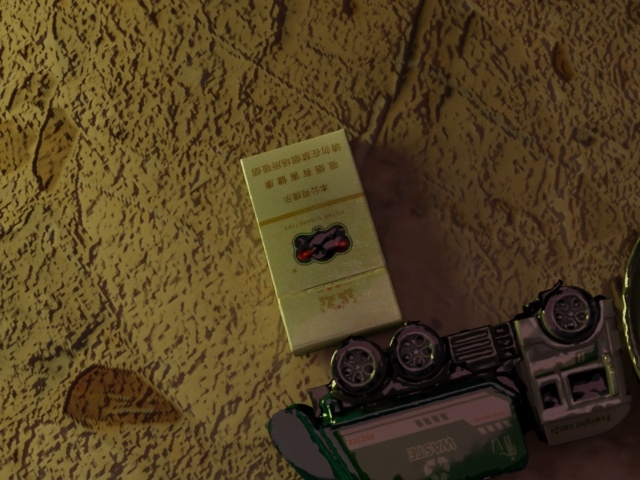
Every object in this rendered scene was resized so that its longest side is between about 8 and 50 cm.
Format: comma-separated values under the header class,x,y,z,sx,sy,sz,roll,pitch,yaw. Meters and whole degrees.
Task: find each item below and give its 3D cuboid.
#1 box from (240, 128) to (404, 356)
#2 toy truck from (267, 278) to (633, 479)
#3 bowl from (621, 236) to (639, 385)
class,x,y,z,sx,sy,sz,roll,pitch,yaw
box,0.000,0.000,0.910,0.090,0.024,0.167,-17,70,1
toy truck,0.090,0.110,0.822,0.253,0.114,0.124,-13,84,2
bowl,0.305,0.063,0.803,0.211,0.112,0.211,-1,72,2
